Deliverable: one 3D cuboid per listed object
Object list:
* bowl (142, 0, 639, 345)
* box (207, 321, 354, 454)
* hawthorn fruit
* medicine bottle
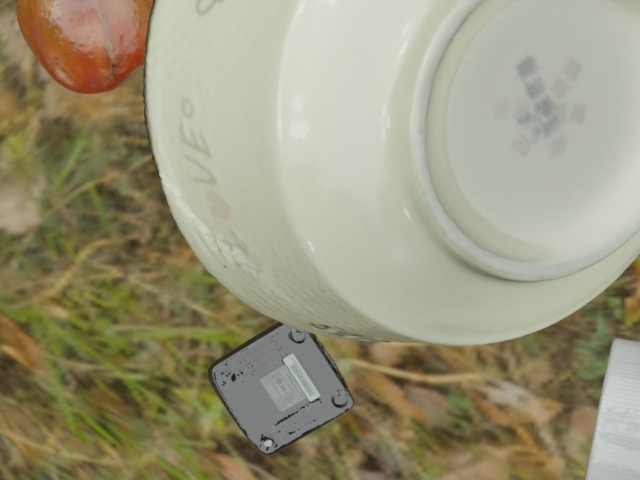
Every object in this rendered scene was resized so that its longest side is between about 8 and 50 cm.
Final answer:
[{"bbox_3d":[0.060,-0.059,0.724,0.237,0.126,0.238,-8,107,-26],"label":"bowl"},{"bbox_3d":[-0.043,0.157,1.955,0.125,0.027,0.126,-32,108,4],"label":"box"},{"bbox_3d":[-0.192,-0.187,1.547,0.128,0.128,0.128,1,88,-15],"label":"hawthorn fruit"},{"bbox_3d":[0.465,0.237,2.079,0.306,0.245,0.245,12,85,11],"label":"medicine bottle"}]
